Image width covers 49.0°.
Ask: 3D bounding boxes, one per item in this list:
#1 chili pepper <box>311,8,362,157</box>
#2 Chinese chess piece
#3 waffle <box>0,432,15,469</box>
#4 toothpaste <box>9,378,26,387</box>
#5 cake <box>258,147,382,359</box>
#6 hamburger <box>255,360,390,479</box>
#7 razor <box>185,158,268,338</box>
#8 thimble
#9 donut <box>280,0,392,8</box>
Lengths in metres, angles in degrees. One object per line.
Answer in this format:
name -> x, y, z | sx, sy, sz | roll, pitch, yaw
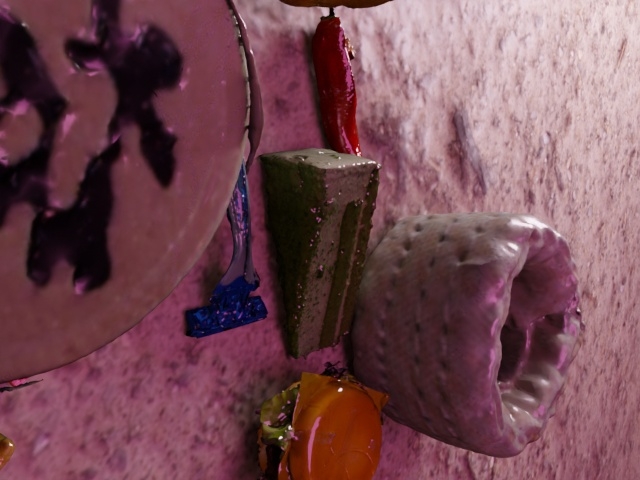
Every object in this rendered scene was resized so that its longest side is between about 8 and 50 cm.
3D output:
chili pepper -> 0.020, -0.173, 0.802 | 0.050, 0.059, 0.268 | -10, 104, -7
Chinese chess piece -> -0.205, -0.077, 0.440 | 0.349, 0.146, 0.350 | -24, 126, -37
waffle -> -0.302, 0.181, 0.475 | 0.211, 0.055, 0.161 | -49, 123, -34
toothpaste -> -0.199, 0.039, 0.595 | 0.190, 0.031, 0.048 | -49, 128, -29
cake -> 0.010, 0.018, 0.761 | 0.100, 0.099, 0.236 | -15, 103, -43
hamburger -> -0.005, 0.216, 0.756 | 0.189, 0.093, 0.164 | 41, 61, -40
razor -> -0.093, -0.071, 0.682 | 0.093, 0.056, 0.324 | -10, 98, -44
thimble -> 0.191, 0.105, 0.883 | 0.291, 0.195, 0.292 | -9, 102, -49
donut -> -0.009, -0.358, 0.603 | 0.317, 0.299, 0.150 | 86, 20, -56
